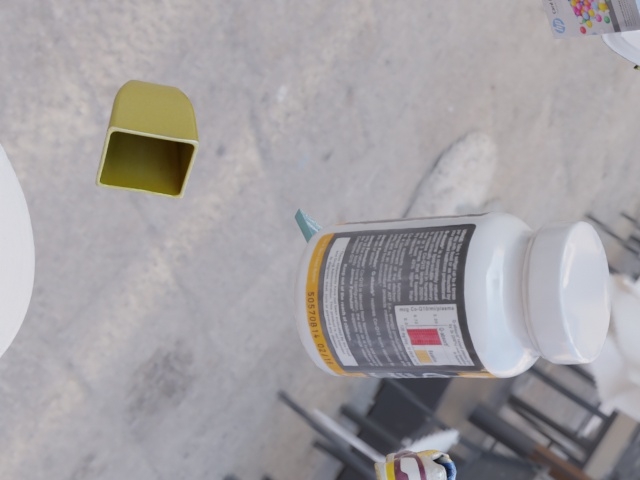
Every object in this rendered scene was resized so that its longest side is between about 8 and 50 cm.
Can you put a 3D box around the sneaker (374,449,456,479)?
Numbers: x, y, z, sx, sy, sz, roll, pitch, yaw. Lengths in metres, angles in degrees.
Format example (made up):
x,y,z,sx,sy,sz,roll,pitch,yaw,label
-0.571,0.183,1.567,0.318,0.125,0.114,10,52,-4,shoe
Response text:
x,y,z,sx,sy,sz,roll,pitch,yaw,label
0.116,0.272,1.368,0.185,0.084,0.069,22,58,-79,sneaker

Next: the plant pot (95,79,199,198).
x,y,z,sx,sy,sz,roll,pitch,yaw,label
-0.157,-0.100,1.098,0.081,0.081,0.083,116,-22,-48,plant pot

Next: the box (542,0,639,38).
x,y,z,sx,sy,sz,roll,pitch,yaw,label
0.396,-0.375,1.759,0.038,0.186,0.145,-31,110,-25,box

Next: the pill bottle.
x,y,z,sx,sy,sz,roll,pitch,yaw,label
0.126,0.054,1.166,0.162,0.278,0.162,7,82,-57,pill bottle

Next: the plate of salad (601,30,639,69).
x,y,z,sx,sy,sz,roll,pitch,yaw,label
0.554,-0.299,1.983,0.200,0.200,0.048,-27,143,-52,plate of salad

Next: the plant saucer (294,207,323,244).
x,y,z,sx,sy,sz,roll,pitch,yaw,label
0.000,0.000,1.940,0.018,0.067,0.192,-29,162,7,plant saucer

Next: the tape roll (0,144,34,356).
x,y,z,sx,sy,sz,roll,pitch,yaw,label
-0.474,-0.016,1.288,0.072,0.392,0.392,-19,178,31,tape roll
